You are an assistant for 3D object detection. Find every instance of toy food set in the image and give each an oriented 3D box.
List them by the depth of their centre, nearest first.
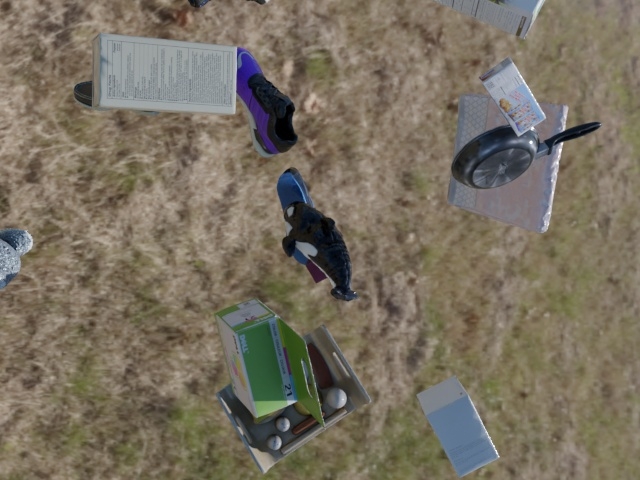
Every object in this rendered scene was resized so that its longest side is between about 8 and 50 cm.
[{"bbox_3d":[-0.064,0.371,1.811,0.306,0.092,0.219,-32,86,-10],"label":"toy food set"}]

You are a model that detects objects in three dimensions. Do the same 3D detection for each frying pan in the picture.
[{"bbox_3d":[0.433,-0.174,1.647,0.326,0.197,0.053,-2,56,-22],"label":"frying pan"}]

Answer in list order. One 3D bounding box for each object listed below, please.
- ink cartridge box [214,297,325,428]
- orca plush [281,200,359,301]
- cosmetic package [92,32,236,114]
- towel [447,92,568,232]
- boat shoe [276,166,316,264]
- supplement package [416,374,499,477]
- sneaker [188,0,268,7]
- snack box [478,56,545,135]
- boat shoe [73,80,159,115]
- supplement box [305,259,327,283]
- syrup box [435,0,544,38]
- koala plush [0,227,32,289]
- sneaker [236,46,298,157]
[{"bbox_3d":[-0.099,0.239,1.441,0.097,0.255,0.188,-18,109,-20],"label":"ink cartridge box"},{"bbox_3d":[0.000,0.000,1.692,0.151,0.102,0.287,-1,46,-18],"label":"orca plush"},{"bbox_3d":[-0.353,-0.371,1.740,0.310,0.113,0.160,1,96,-24],"label":"cosmetic package"},{"bbox_3d":[0.487,-0.216,2.046,0.053,0.317,0.331,-12,113,-44],"label":"towel"},{"bbox_3d":[-0.037,-0.062,1.904,0.089,0.109,0.258,-69,157,-56],"label":"boat shoe"},{"bbox_3d":[0.307,0.416,1.721,0.179,0.105,0.105,62,3,-16],"label":"supplement package"},{"bbox_3d":[-0.193,-0.483,1.462,0.079,0.121,0.217,49,12,27],"label":"sneaker"},{"bbox_3d":[0.360,-0.264,1.429,0.178,0.064,0.022,39,22,-45],"label":"snack box"},{"bbox_3d":[-0.493,-0.359,1.859,0.068,0.228,0.081,89,9,-61],"label":"boat shoe"},{"bbox_3d":[-0.002,0.063,1.866,0.055,0.043,0.083,60,11,-8],"label":"supplement box"},{"bbox_3d":[0.301,-0.479,1.432,0.093,0.237,0.096,-61,169,-12],"label":"syrup box"},{"bbox_3d":[-0.664,0.043,1.426,0.196,0.221,0.203,-75,162,-60],"label":"koala plush"},{"bbox_3d":[-0.133,-0.359,1.948,0.102,0.146,0.293,-37,112,-37],"label":"sneaker"}]
